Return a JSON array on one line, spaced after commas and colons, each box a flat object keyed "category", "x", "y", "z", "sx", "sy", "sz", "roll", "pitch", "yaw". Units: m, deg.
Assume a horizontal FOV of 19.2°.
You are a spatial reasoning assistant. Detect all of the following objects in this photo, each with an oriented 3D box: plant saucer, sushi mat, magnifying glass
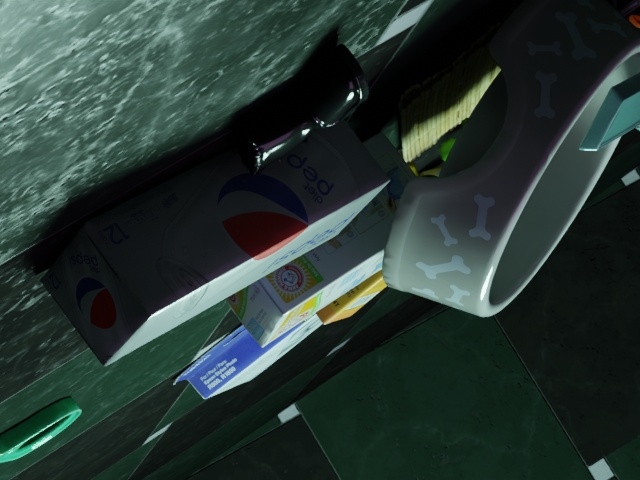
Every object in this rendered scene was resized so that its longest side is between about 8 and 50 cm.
[{"category": "plant saucer", "x": 0.292, "y": -0.126, "z": 1.791, "sx": 0.067, "sy": 0.018, "sz": 0.192, "roll": -64, "pitch": 165, "yaw": 23}, {"category": "sushi mat", "x": 0.138, "y": -0.151, "z": 1.897, "sx": 0.151, "sy": 0.019, "sz": 0.316, "roll": -37, "pitch": 172, "yaw": -2}, {"category": "magnifying glass", "x": -0.336, "y": 0.221, "z": 2.020, "sx": 0.092, "sy": 0.026, "sz": 0.231, "roll": -41, "pitch": 170, "yaw": 30}]

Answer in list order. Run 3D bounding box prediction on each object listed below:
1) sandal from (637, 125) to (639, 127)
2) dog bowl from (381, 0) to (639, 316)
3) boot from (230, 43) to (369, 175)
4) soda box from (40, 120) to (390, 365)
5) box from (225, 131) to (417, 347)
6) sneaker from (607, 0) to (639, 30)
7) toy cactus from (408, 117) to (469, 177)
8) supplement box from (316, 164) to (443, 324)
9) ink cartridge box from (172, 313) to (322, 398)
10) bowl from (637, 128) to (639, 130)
[{"category": "sandal", "x": 0.419, "y": -0.264, "z": 2.081, "sx": 0.107, "sy": 0.167, "sz": 0.446, "roll": -60, "pitch": -168, "yaw": -27}, {"category": "dog bowl", "x": 0.195, "y": -0.080, "z": 1.803, "sx": 0.349, "sy": 0.102, "sz": 0.349, "roll": -51, "pitch": 163, "yaw": -23}, {"category": "boot", "x": -0.018, "y": -0.098, "z": 1.463, "sx": 0.099, "sy": 0.045, "sz": 0.121, "roll": -31, "pitch": 172, "yaw": -14}, {"category": "soda box", "x": -0.079, "y": -0.010, "z": 1.528, "sx": 0.286, "sy": 0.091, "sz": 0.098, "roll": -29, "pitch": 169, "yaw": -41}, {"category": "box", "x": 0.000, "y": 0.000, "z": 1.878, "sx": 0.203, "sy": 0.103, "sz": 0.114, "roll": -33, "pitch": 171, "yaw": -24}, {"category": "sneaker", "x": 0.311, "y": -0.243, "z": 1.872, "sx": 0.084, "sy": 0.083, "sz": 0.215, "roll": -39, "pitch": 173, "yaw": 11}, {"category": "toy cactus", "x": 0.175, "y": -0.066, "z": 2.110, "sx": 0.219, "sy": 0.112, "sz": 0.180, "roll": -30, "pitch": 156, "yaw": 5}, {"category": "supplement box", "x": 0.078, "y": 0.006, "z": 2.346, "sx": 0.233, "sy": 0.078, "sz": 0.080, "roll": -40, "pitch": 168, "yaw": 24}, {"category": "ink cartridge box", "x": -0.068, "y": 0.129, "z": 2.544, "sx": 0.223, "sy": 0.045, "sz": 0.224, "roll": -39, "pitch": 171, "yaw": 19}, {"category": "bowl", "x": 0.533, "y": -0.234, "z": 2.578, "sx": 0.311, "sy": 0.163, "sz": 0.311, "roll": -35, "pitch": 171, "yaw": -6}]
